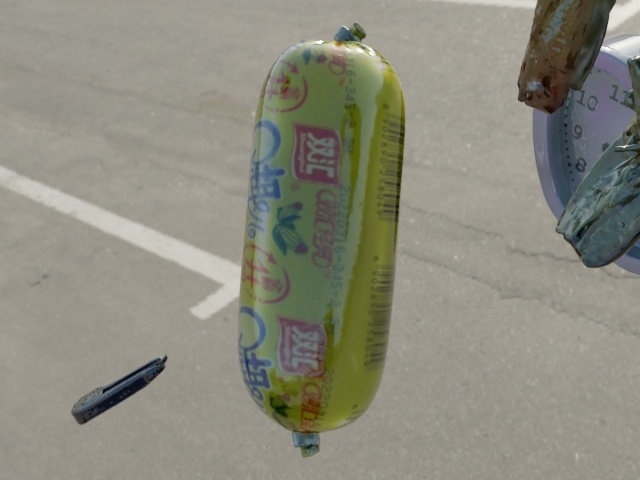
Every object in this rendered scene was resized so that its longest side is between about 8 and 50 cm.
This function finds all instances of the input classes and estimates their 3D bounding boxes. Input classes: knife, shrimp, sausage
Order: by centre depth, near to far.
[{"bbox_3d":[0.165,-0.104,0.447,0.173,0.253,0.058,13,25,-35],"label":"shrimp"},{"bbox_3d":[0.000,0.000,0.732,0.123,0.347,0.123,5,0,0],"label":"sausage"},{"bbox_3d":[-0.167,0.125,0.771,0.121,0.018,0.031,-30,12,27],"label":"knife"}]

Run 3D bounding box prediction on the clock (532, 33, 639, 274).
[{"bbox_3d":[0.443,-0.125,1.256,0.102,0.338,0.339,-26,33,-30],"label":"clock"}]
